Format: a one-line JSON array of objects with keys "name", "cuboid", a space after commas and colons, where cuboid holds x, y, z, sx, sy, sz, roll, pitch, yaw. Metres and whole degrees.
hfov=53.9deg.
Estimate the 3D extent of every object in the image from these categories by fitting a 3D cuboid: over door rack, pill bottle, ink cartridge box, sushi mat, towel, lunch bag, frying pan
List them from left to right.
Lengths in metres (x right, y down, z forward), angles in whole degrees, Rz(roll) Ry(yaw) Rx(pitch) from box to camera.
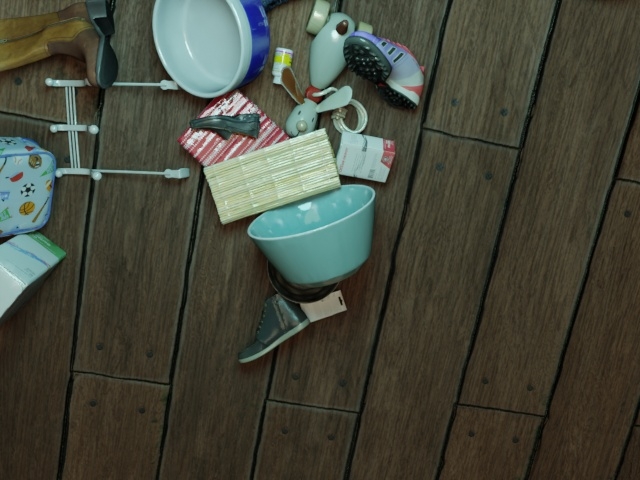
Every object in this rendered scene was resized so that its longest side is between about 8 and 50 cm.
[{"name": "lunch bag", "cuboid": [-0.764, -0.109, 1.430, 0.115, 0.303, 0.243, 33, 117, 27]}, {"name": "ink cartridge box", "cuboid": [-0.749, 0.103, 1.491, 0.117, 0.278, 0.201, 41, 97, -12]}, {"name": "over door rack", "cuboid": [-0.487, -0.268, 1.510, 0.324, 0.108, 0.240, 0, 104, -4]}, {"name": "towel", "cuboid": [-0.185, -0.224, 1.554, 0.275, 0.031, 0.199, 42, 85, -14]}, {"name": "sushi mat", "cuboid": [-0.113, -0.154, 1.534, 0.316, 0.019, 0.152, -18, 105, 1]}, {"name": "pill bottle", "cuboid": [-0.094, -0.423, 1.532, 0.043, 0.043, 0.083, 10, 103, -6]}, {"name": "frying pan", "cuboid": [-0.019, 0.003, 1.632, 0.197, 0.053, 0.326, 20, 86, -5]}, {"name": "ink cartridge box", "cuboid": [0.006, 0.173, 1.683, 0.115, 0.029, 0.063, -18, 103, 0]}, {"name": "ink cartridge box", "cuboid": [0.108, -0.208, 1.567, 0.135, 0.056, 0.099, 10, 135, -6]}]

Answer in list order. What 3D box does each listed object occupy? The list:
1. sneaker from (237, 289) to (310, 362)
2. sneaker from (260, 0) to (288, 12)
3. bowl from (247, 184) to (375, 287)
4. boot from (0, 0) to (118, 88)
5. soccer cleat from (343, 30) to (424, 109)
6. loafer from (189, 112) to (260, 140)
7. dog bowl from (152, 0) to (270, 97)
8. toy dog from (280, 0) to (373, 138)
[{"name": "sneaker", "cuboid": [-0.146, 0.228, 1.671, 0.222, 0.083, 0.118, -34, 87, 8]}, {"name": "sneaker", "cuboid": [-0.056, -0.598, 1.449, 0.148, 0.131, 0.350, 43, 97, -7]}, {"name": "bowl", "cuboid": [0.000, 0.000, 1.487, 0.311, 0.311, 0.163, -18, 108, 1]}, {"name": "boot", "cuboid": [-0.610, -0.426, 1.417, 0.280, 0.096, 0.264, -12, 69, -2]}, {"name": "soccer cleat", "cuboid": [0.153, -0.412, 1.446, 0.108, 0.318, 0.117, 16, 85, 34]}, {"name": "loafer", "cuboid": [-0.224, -0.268, 1.495, 0.170, 0.062, 0.061, -5, 101, -11]}, {"name": "dog bowl", "cuboid": [-0.246, -0.463, 1.414, 0.264, 0.104, 0.265, 16, 121, 27]}, {"name": "toy dog", "cuboid": [0.015, -0.399, 1.484, 0.220, 0.161, 0.334, 0, 103, -3]}]
